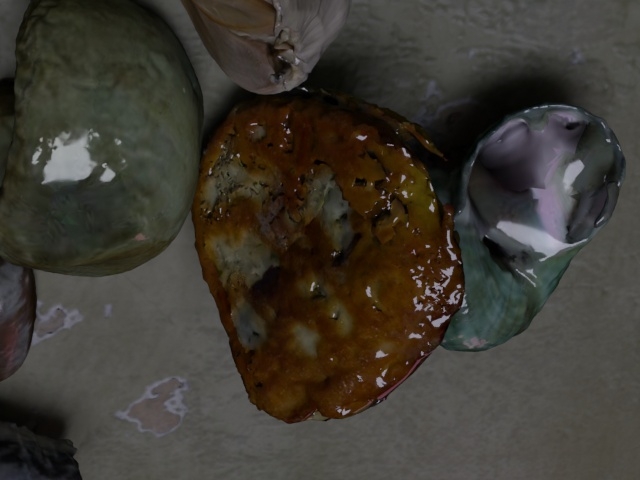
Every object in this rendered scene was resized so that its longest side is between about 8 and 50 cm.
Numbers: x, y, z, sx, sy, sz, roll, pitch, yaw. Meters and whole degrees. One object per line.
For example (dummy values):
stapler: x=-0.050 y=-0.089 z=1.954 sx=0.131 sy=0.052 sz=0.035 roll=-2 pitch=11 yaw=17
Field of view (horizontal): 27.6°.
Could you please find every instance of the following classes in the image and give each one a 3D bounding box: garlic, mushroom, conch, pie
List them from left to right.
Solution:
mushroom: x=-0.187 y=-0.057 z=1.073 sx=0.190 sy=0.164 sz=0.267 roll=16 pitch=124 yaw=-21
garlic: x=-0.039 y=-0.217 z=0.979 sx=0.143 sy=0.178 sz=0.229 roll=-36 pitch=155 yaw=-21
pie: x=-0.001 y=0.000 z=1.110 sx=0.085 sy=0.308 sz=0.308 roll=-13 pitch=141 yaw=-47
conch: x=0.139 y=-0.007 z=1.174 sx=0.277 sy=0.195 sz=0.220 roll=-6 pitch=124 yaw=15

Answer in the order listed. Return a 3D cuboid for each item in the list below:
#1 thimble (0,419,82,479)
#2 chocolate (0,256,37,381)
thimble: x=-0.348 y=0.300 z=1.308 sx=0.157 sy=0.217 sz=0.245 roll=17 pitch=108 yaw=-28
chocolate: x=-0.392 y=0.086 z=1.204 sx=0.254 sy=0.080 sz=0.157 roll=4 pitch=128 yaw=-14
